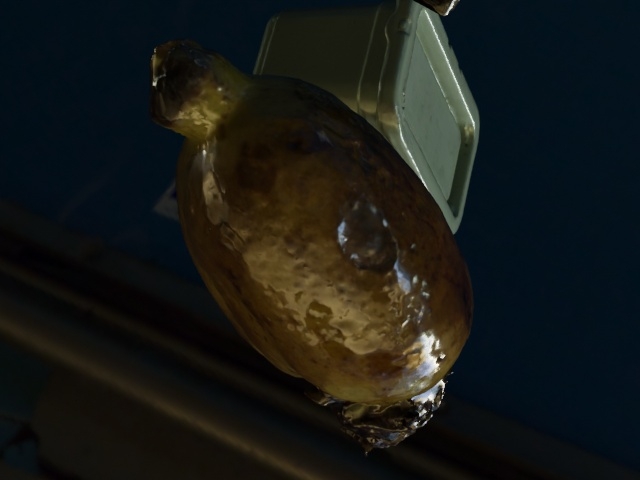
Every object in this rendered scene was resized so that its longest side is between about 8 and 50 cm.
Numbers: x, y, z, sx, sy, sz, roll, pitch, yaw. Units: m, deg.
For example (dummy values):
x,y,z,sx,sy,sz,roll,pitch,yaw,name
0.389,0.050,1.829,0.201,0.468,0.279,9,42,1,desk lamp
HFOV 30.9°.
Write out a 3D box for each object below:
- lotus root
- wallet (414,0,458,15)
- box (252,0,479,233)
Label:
x,y,z,sx,sy,sz,roll,pitch,yaw,name
0.000,0.000,0.716,0.169,0.141,0.314,20,-32,56,lotus root
0.102,-0.267,0.730,0.122,0.031,0.232,36,-75,-11,wallet
0.053,-0.141,1.304,0.182,0.175,0.312,5,-22,21,box
